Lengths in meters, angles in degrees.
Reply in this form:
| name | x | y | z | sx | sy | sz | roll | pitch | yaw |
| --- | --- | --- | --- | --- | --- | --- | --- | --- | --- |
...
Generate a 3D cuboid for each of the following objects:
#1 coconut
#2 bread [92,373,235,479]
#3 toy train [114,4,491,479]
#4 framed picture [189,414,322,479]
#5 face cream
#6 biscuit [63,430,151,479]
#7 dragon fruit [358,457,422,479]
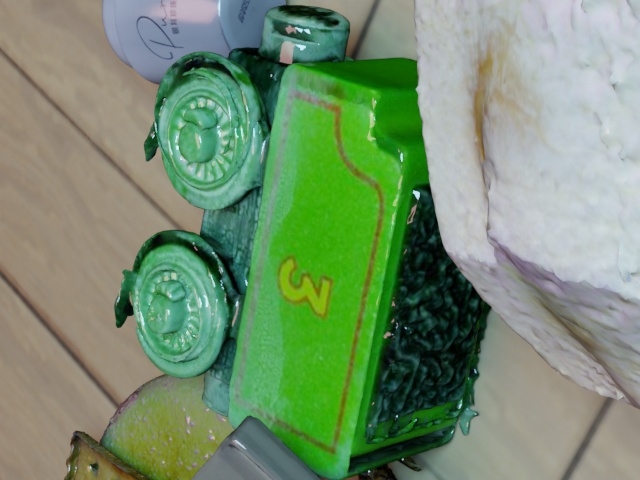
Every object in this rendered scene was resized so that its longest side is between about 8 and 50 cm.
| name | x | y | z | sx | sy | sz | roll | pitch | yaw |
| --- | --- | --- | --- | --- | --- | --- | --- | --- | --- |
| coconut | 0.185 | -0.069 | 0.554 | 0.309 | 0.297 | 0.298 | 20 | 107 | 58 |
| bread | -0.081 | 0.196 | 1.018 | 0.228 | 0.033 | 0.229 | 5 | 98 | 43 |
| toy train | 0.000 | 0.000 | 0.863 | 0.188 | 0.132 | 0.243 | 22 | 110 | 36 |
| framed picture | -0.039 | 0.336 | 0.895 | 0.326 | 0.028 | 0.446 | 42 | 125 | 4 |
| face cream | -0.076 | -0.139 | 0.951 | 0.095 | 0.091 | 0.091 | 6 | 97 | 35 |
| biscuit | -0.136 | 0.241 | 1.041 | 0.144 | 0.016 | 0.203 | 22 | 110 | 43 |
| dragon fruit | 0.015 | 0.209 | 0.892 | 0.094 | 0.094 | 0.191 | 31 | 105 | 39 |
